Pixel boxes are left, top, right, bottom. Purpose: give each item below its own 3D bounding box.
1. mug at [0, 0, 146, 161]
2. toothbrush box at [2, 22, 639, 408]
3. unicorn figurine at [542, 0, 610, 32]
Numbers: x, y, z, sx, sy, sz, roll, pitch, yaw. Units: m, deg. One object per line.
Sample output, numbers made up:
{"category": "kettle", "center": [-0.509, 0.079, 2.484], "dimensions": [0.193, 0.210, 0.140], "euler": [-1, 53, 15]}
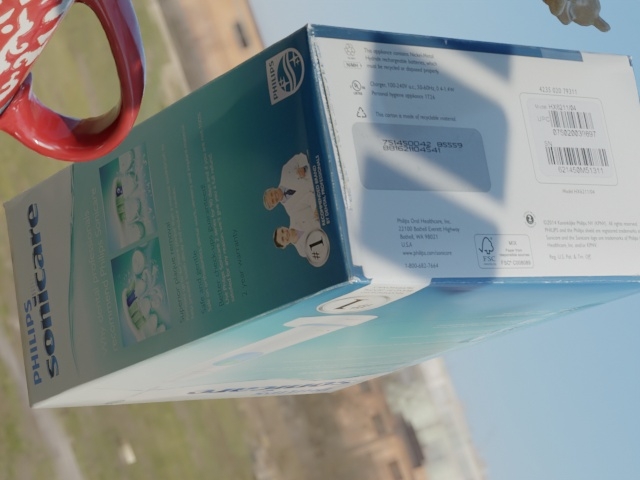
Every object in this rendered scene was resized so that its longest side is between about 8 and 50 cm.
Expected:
{"category": "mug", "center": [-0.139, -0.100, 0.710], "dimensions": [0.169, 0.150, 0.113], "euler": [-42, -119, 48]}
{"category": "toothbrush box", "center": [0.000, 0.000, 0.936], "dimensions": [0.295, 0.216, 0.126], "euler": [-25, -110, 50]}
{"category": "unicorn figurine", "center": [0.050, -0.147, 0.548], "dimensions": [0.111, 0.060, 0.162], "euler": [5, 53, -54]}
